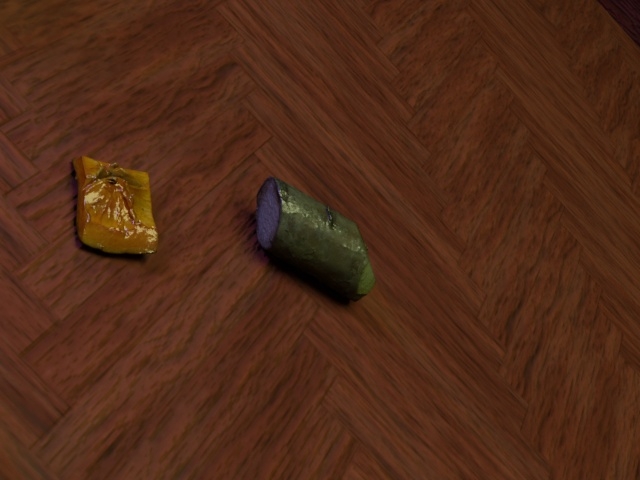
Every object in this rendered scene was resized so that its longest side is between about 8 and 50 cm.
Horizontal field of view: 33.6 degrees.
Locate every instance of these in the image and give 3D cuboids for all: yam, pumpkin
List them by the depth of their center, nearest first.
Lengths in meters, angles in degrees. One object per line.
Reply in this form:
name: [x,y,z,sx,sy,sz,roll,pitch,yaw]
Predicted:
pumpkin: [-0.165,-0.034,0.869,0.073,0.035,0.101,19,41,-41]
yam: [0.000,0.000,0.994,0.146,0.070,0.069,30,38,-25]
